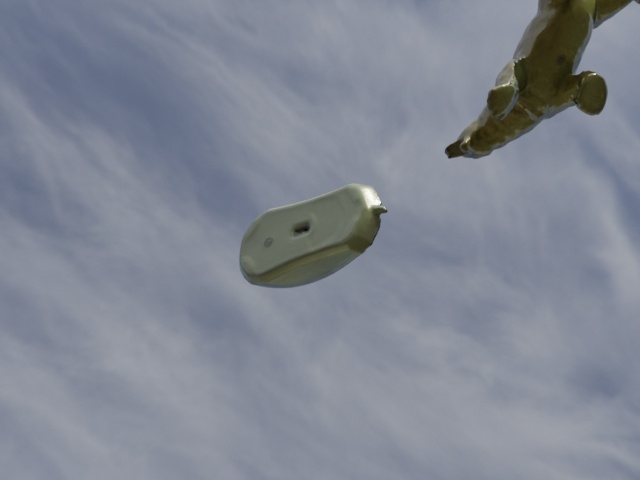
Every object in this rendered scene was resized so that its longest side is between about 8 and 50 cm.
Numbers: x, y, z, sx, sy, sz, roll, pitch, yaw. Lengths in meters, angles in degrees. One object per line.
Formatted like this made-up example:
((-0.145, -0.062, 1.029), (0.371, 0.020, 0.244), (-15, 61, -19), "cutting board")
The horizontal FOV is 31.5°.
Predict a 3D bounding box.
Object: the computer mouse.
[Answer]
((0.000, 0.000, 0.699), (0.110, 0.032, 0.056), (-18, -129, 32), "computer mouse")

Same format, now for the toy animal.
((0.193, -0.156, 0.980), (0.103, 0.101, 0.219), (28, -93, -19), "toy animal")
